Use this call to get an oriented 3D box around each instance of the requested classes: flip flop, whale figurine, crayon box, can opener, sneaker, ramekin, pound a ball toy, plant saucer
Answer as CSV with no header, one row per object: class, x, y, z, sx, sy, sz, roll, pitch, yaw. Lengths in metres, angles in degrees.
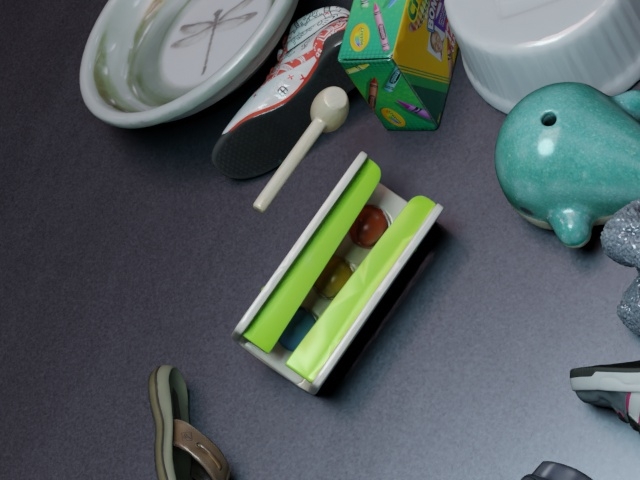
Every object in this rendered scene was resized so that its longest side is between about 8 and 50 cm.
flip flop,-0.151,0.264,1.902,0.080,0.112,0.277,-15,49,2
whale figurine,0.328,-0.095,1.833,0.272,0.141,0.216,19,71,35
crayon box,0.118,-0.304,2.058,0.081,0.165,0.278,1,62,28
can opener,0.293,0.289,1.668,0.186,0.059,0.073,22,73,36
sneaker,0.374,0.215,1.639,0.295,0.123,0.178,-2,91,61
ramekin,0.290,-0.301,1.985,0.277,0.135,0.277,-13,56,21
sneaker,-0.042,-0.205,2.141,0.270,0.090,0.145,-42,28,17
pound a ball toy,0.000,0.000,1.932,0.208,0.136,0.319,34,78,2
plant saucer,-0.160,-0.302,2.218,0.400,0.100,0.400,-25,42,26

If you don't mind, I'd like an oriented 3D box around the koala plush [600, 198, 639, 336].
koala plush,0.442,0.049,1.660,0.203,0.196,0.221,-32,47,-6
